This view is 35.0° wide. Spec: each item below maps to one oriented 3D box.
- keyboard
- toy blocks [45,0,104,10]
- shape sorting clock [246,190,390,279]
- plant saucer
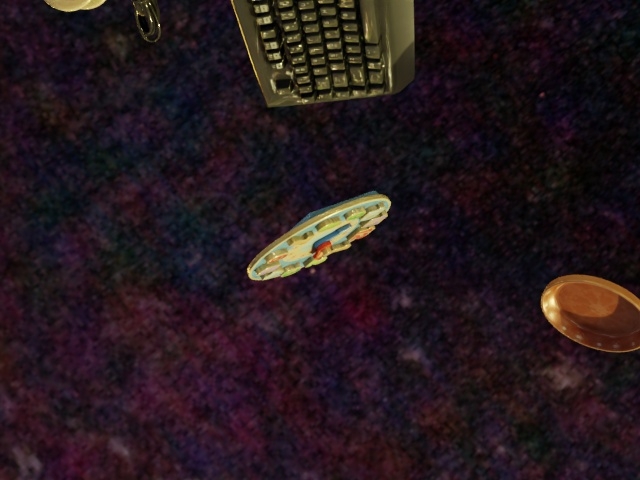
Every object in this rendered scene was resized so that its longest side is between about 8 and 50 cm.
[{"bbox_3d":[-0.045,-0.171,0.625,0.202,0.033,0.317,0,156,7],"label":"keyboard"},{"bbox_3d":[-0.219,-0.267,0.899,0.054,0.148,0.123,-21,105,10],"label":"toy blocks"},{"bbox_3d":[0.000,0.000,1.307,0.040,0.206,0.206,59,145,10],"label":"shape sorting clock"},{"bbox_3d":[0.207,0.053,0.759,0.084,0.013,0.083,22,149,14],"label":"plant saucer"}]
